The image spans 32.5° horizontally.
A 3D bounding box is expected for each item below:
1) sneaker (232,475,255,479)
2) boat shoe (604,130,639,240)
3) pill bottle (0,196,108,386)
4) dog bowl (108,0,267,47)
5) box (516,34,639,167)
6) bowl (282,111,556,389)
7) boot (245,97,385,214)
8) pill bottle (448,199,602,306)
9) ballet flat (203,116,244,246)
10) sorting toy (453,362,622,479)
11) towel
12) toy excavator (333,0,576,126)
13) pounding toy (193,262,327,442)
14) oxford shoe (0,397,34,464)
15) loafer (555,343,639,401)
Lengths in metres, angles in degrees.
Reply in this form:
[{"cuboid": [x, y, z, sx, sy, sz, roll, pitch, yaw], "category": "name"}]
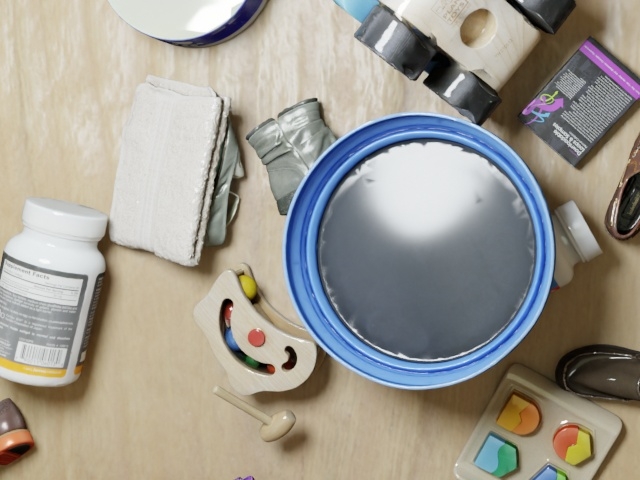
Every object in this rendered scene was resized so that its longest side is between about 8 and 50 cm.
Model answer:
[{"cuboid": [-0.144, 0.428, 1.771, 0.236, 0.095, 0.104, 5, 89, 5], "category": "sneaker"}, {"cuboid": [0.480, -0.094, 1.609, 0.073, 0.073, 0.207, 22, 98, 9], "category": "boat shoe"}, {"cuboid": [-0.434, 0.080, 1.753, 0.162, 0.162, 0.278, 16, 97, 9], "category": "pill bottle"}, {"cuboid": [-0.206, -0.433, 1.691, 0.265, 0.104, 0.264, 1, 95, 10], "category": "dog bowl"}, {"cuboid": [0.389, -0.206, 1.637, 0.116, 0.029, 0.162, 43, 100, 5], "category": "box"}, {"cuboid": [0.141, 0.014, 1.569, 0.391, 0.077, 0.391, 0, 89, 19], "category": "bowl"}, {"cuboid": [0.013, -0.151, 1.691, 0.247, 0.083, 0.161, -22, 85, 10], "category": "boot"}, {"cuboid": [0.297, 0.032, 1.628, 0.221, 0.124, 0.124, -29, 89, 13], "category": "pill bottle"}, {"cuboid": [-0.157, -0.093, 1.738, 0.068, 0.072, 0.213, 9, 100, -31], "category": "ballet flat"}, {"cuboid": [0.332, 0.321, 1.691, 0.193, 0.038, 0.208, 28, 99, 7], "category": "sorting toy"}, {"cuboid": [-0.239, -0.112, 1.719, 0.187, 0.049, 0.282, 16, 99, 36], "category": "towel"}, {"cuboid": [0.080, -0.410, 1.594, 0.433, 0.445, 0.222, 29, 102, -36], "category": "toy excavator"}, {"cuboid": [-0.089, 0.168, 1.697, 0.154, 0.155, 0.269, -31, 89, 16], "category": "pounding toy"}, {"cuboid": [-0.611, 0.361, 1.859, 0.271, 0.097, 0.098, -28, 70, 8], "category": "oxford shoe"}, {"cuboid": [0.462, 0.200, 1.635, 0.220, 0.078, 0.080, -1, 95, 11], "category": "loafer"}]
